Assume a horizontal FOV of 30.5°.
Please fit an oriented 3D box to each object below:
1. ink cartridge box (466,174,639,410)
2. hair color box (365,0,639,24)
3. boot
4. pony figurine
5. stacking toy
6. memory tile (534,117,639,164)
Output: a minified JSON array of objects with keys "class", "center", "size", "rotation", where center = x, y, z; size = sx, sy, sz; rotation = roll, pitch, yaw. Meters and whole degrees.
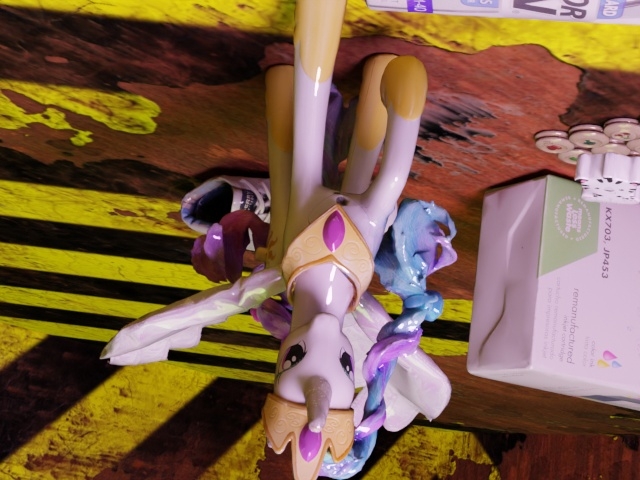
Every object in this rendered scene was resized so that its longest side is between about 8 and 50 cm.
[{"class":"ink cartridge box","center":[0.342,0.074,1.272],"size":[0.353,0.207,0.119],"rotation":[14,165,-26]},{"class":"hair color box","center":[0.185,-0.188,0.573],"size":[0.339,0.110,0.185],"rotation":[4,164,9]},{"class":"boot","center":[-0.045,-0.028,1.300],"size":[0.123,0.095,0.258],"rotation":[12,167,-42]},{"class":"pony figurine","center":[-0.013,0.020,0.946],"size":[0.303,0.363,0.351],"rotation":[9,165,-8]},{"class":"stacking toy","center":[0.267,-0.105,0.721],"size":[0.221,0.167,0.052],"rotation":[4,165,18]},{"class":"memory tile","center":[0.284,-0.086,1.083],"size":[0.148,0.012,0.113],"rotation":[-8,159,44]}]
